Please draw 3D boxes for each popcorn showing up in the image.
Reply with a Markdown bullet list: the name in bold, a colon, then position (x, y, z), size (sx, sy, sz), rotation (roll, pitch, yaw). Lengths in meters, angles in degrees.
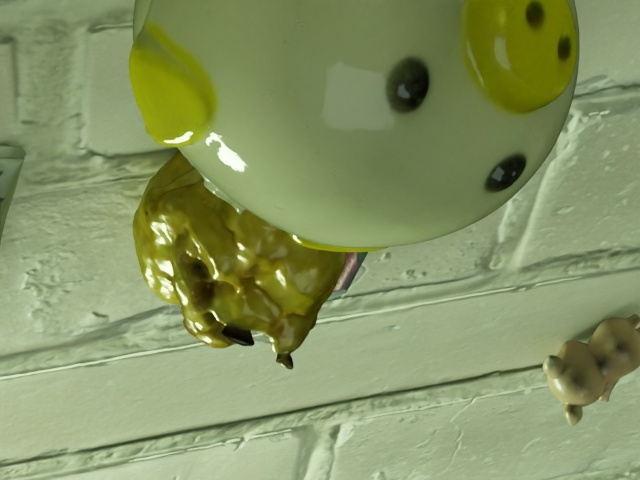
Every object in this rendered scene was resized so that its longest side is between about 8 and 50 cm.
- **popcorn**: position (-0.076, -0.005, 1.619), size (0.190, 0.191, 0.254), rotation (9, 129, -9)

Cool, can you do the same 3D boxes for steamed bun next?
- **steamed bun**: position (0.032, -0.155, 1.374), size (0.334, 0.334, 0.374), rotation (-35, 138, 19)

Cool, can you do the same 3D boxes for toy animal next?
- **toy animal**: position (0.329, 0.144, 2.117), size (0.150, 0.083, 0.089), rotation (-42, 164, 0)

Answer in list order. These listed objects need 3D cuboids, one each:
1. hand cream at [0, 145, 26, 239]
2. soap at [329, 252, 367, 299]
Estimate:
- **hand cream**: position (-0.326, 0.002, 1.634), size (0.080, 0.050, 0.234), rotation (0, 134, -21)
- **soap**: position (0.000, 0.000, 1.741), size (0.056, 0.100, 0.149), rotation (0, 140, -26)
